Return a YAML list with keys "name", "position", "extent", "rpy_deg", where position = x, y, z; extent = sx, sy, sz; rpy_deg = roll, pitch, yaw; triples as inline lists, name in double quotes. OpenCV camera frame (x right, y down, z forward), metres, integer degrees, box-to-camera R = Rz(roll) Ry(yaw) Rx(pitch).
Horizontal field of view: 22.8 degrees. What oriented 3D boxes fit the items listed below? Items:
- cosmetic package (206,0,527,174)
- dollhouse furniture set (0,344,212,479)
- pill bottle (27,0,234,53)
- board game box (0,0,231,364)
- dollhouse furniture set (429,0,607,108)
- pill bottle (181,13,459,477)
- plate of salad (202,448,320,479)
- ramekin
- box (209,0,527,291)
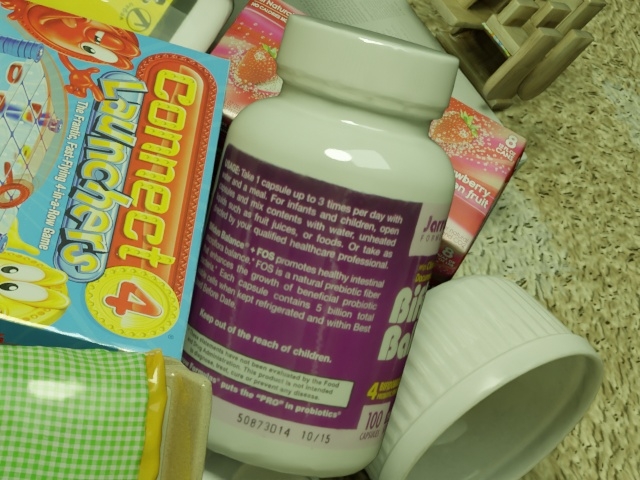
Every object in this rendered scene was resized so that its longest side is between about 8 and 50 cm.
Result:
- name: "cosmetic package"
  position: [-0.016, -0.168, 1.507]
  extent: [0.284, 0.097, 0.377]
  rpy_deg: [-17, 66, -48]
- name: "dollhouse furniture set"
  position: [-0.146, 0.210, 0.855]
  extent: [0.197, 0.151, 0.302]
  rpy_deg: [5, 94, -30]
- name: "pill bottle"
  position: [-0.253, -0.215, 1.282]
  extent: [0.334, 0.188, 0.188]
  rpy_deg: [34, 39, -8]
- name: "board game box"
  position: [-0.229, -0.041, 1.066]
  extent: [0.302, 0.086, 0.308]
  rpy_deg: [15, 44, -10]
- name: "dollhouse furniture set"
  position: [0.160, -0.228, 1.623]
  extent: [0.242, 0.161, 0.212]
  rpy_deg: [-7, 56, -56]
- name: "pill bottle"
  position: [0.000, 0.000, 1.125]
  extent: [0.169, 0.302, 0.169]
  rpy_deg: [15, 11, -3]
- name: "plate of salad"
  position: [-0.037, 0.229, 1.141]
  extent: [0.200, 0.048, 0.200]
  rpy_deg: [40, 34, -34]
- name: "ramekin"
  position: [0.110, 0.122, 1.260]
  extent: [0.207, 0.207, 0.109]
  rpy_deg: [-7, 48, -43]
- name: "box"
  position: [0.018, -0.071, 1.285]
  extent: [0.257, 0.123, 0.128]
  rpy_deg: [30, 60, 3]
